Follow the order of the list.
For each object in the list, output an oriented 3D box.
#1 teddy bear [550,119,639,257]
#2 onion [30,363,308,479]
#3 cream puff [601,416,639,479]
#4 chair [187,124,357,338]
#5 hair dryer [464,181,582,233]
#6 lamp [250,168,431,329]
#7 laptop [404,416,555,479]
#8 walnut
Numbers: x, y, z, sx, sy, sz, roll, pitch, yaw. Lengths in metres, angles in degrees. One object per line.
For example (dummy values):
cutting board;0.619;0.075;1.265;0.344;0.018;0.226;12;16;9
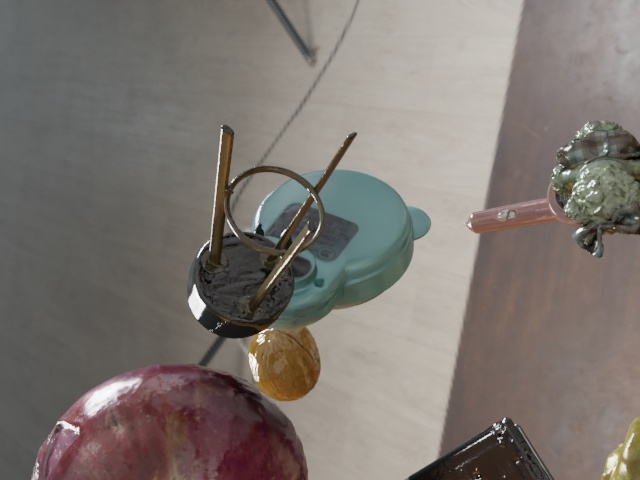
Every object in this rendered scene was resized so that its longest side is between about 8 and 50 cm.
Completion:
teddy bear;0.320;-0.077;0.984;0.133;0.213;0.111;-9;110;22
onion;-0.144;0.238;0.921;0.230;0.256;0.272;-43;45;5
cream puff;0.645;0.466;1.601;0.291;0.257;0.325;-17;87;4
chair;-0.042;-0.005;0.725;0.104;0.095;0.221;53;145;15
hair dryer;0.474;-0.063;1.954;0.352;0.210;0.125;-12;78;30
lamp;0.000;0.010;1.122;0.209;0.284;0.147;19;119;28
laptop;0.134;0.220;0.686;0.129;0.016;0.180;59;148;16
walnut;-0.079;0.268;1.974;0.165;0.165;0.197;16;131;45
